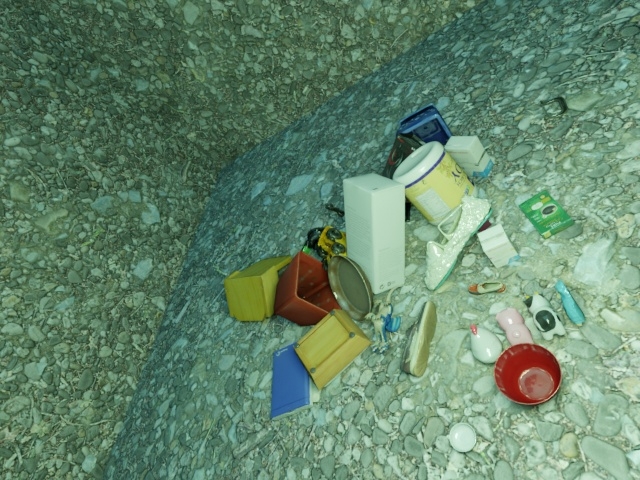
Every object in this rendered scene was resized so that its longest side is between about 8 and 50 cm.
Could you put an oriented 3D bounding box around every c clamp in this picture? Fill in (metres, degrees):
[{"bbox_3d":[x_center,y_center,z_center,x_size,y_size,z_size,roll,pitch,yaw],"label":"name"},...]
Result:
[{"bbox_3d":[1.008,-0.580,1.821,0.137,0.022,0.160,-21,41,25],"label":"c clamp"}]

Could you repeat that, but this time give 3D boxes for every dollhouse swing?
[{"bbox_3d":[-0.322,0.268,2.374,0.347,0.305,0.314,-11,90,41],"label":"dollhouse swing"}]

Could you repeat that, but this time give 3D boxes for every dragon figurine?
[{"bbox_3d":[0.267,0.317,1.669,0.085,0.144,0.289,-6,34,42],"label":"dragon figurine"}]

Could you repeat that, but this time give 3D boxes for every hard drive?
[{"bbox_3d":[-0.128,0.612,1.845,0.210,0.040,0.318,-30,38,23],"label":"hard drive"}]

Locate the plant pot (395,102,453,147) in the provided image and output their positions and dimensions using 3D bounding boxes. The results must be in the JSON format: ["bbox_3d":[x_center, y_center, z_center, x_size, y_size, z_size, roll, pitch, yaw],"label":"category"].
[{"bbox_3d":[0.537,-0.545,2.112,0.236,0.236,0.212,-27,33,27],"label":"plant pot"}]

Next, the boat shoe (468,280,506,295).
[{"bbox_3d":[0.599,0.171,1.500,0.137,0.043,0.049,-9,52,44],"label":"boat shoe"}]

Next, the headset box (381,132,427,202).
[{"bbox_3d":[0.420,-0.338,1.995,0.218,0.110,0.293,57,141,41],"label":"headset box"}]

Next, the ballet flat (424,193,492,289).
[{"bbox_3d":[0.494,-0.003,1.600,0.408,0.147,0.147,-60,31,17],"label":"ballet flat"}]

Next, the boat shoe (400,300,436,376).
[{"bbox_3d":[0.358,0.354,1.528,0.093,0.103,0.285,-2,61,40],"label":"boat shoe"}]

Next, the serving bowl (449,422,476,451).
[{"bbox_3d":[0.438,0.603,1.260,0.083,0.027,0.083,-28,39,26],"label":"serving bowl"}]

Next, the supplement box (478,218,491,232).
[{"bbox_3d":[0.647,-0.077,1.690,0.055,0.043,0.083,-42,34,8],"label":"supplement box"}]

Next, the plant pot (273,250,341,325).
[{"bbox_3d":[-0.078,0.258,1.968,0.236,0.267,0.267,-37,34,34],"label":"plant pot"}]

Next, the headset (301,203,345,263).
[{"bbox_3d":[0.000,0.000,2.182,0.394,0.185,0.243,-56,34,8],"label":"headset"}]

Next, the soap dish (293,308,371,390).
[{"bbox_3d":[0.038,0.444,1.736,0.291,0.118,0.229,-42,40,-3],"label":"soap dish"}]

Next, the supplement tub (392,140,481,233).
[{"bbox_3d":[0.486,-0.211,1.697,0.241,0.331,0.241,-42,15,14],"label":"supplement tub"}]

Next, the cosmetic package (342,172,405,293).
[{"bbox_3d":[0.226,-0.032,1.743,0.162,0.452,0.230,-17,28,-23],"label":"cosmetic package"}]

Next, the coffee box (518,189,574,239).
[{"bbox_3d":[0.826,-0.096,1.520,0.113,0.040,0.184,-34,36,19],"label":"coffee box"}]

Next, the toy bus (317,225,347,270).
[{"bbox_3d":[0.112,0.054,1.999,0.149,0.212,0.220,-61,32,35],"label":"toy bus"}]

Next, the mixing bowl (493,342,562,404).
[{"bbox_3d":[0.616,0.402,1.206,0.182,0.098,0.181,-28,40,26],"label":"mixing bowl"}]

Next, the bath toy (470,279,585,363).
[{"bbox_3d":[0.628,0.260,1.309,0.348,0.129,0.151,-33,3,19],"label":"bath toy"}]

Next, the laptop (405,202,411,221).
[{"bbox_3d":[0.333,-0.147,2.122,0.265,0.136,0.234,0,53,16],"label":"laptop"}]

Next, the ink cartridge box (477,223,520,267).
[{"bbox_3d":[0.648,0.016,1.510,0.092,0.143,0.089,-29,39,25],"label":"ink cartridge box"}]

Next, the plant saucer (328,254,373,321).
[{"bbox_3d":[0.136,0.202,1.797,0.050,0.310,0.311,-19,25,-27],"label":"plant saucer"}]

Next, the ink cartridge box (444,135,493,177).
[{"bbox_3d":[0.659,-0.372,1.836,0.140,0.191,0.082,20,72,53],"label":"ink cartridge box"}]
